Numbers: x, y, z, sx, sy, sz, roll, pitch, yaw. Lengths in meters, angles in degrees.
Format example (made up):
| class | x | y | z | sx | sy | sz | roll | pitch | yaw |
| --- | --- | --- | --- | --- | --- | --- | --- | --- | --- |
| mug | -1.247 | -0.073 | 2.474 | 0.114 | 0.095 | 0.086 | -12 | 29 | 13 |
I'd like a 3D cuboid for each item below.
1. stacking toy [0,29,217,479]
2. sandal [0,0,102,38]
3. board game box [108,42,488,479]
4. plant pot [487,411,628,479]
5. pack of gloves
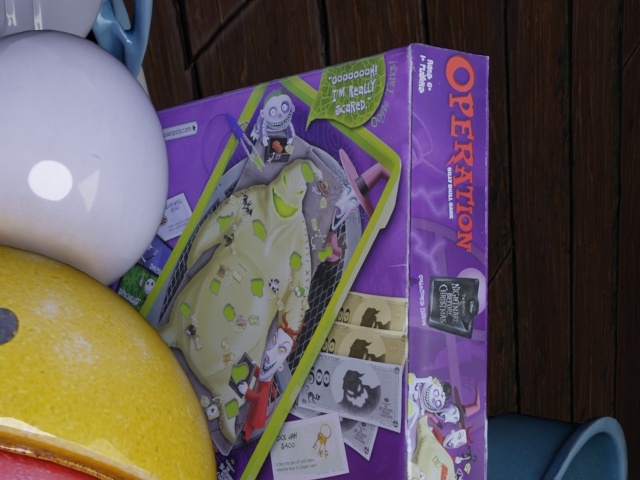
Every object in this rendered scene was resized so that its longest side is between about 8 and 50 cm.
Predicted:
| class | x | y | z | sx | sy | sz | roll | pitch | yaw |
| --- | --- | --- | --- | --- | --- | --- | --- | --- | --- |
| stacking toy | -0.156 | 0.122 | 0.671 | 0.350 | 0.350 | 0.480 | 60 | 31 | -58 |
| sandal | -0.253 | -0.215 | 0.785 | 0.416 | 0.102 | 0.169 | 32 | 59 | -52 |
| board game box | -0.052 | 0.040 | 0.776 | 0.056 | 0.347 | 0.208 | 0 | 86 | -36 |
| plant pot | 0.040 | 0.269 | 1.391 | 0.341 | 0.334 | 0.341 | -42 | 139 | -52 |
| pack of gloves | -0.125 | -0.084 | 1.106 | 0.195 | 0.046 | 0.232 | -86 | 169 | -45 |
